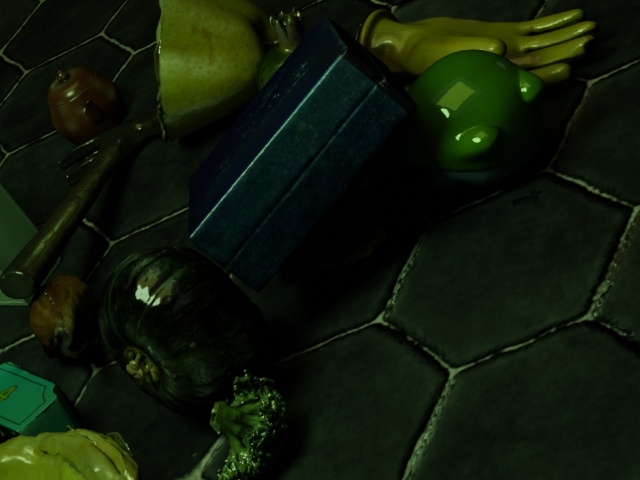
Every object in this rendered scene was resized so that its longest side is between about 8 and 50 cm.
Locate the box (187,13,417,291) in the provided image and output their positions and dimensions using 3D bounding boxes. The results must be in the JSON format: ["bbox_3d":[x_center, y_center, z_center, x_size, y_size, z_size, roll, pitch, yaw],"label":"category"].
[{"bbox_3d":[-0.030,-0.105,1.789,0.261,0.116,0.279,-49,14,9],"label":"box"}]

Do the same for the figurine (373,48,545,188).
[{"bbox_3d":[0.139,-0.131,1.795,0.162,0.143,0.263,-42,22,-23],"label":"figurine"}]

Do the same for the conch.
[{"bbox_3d":[-0.309,0.101,1.924,0.080,0.086,0.232,-29,30,9],"label":"conch"}]

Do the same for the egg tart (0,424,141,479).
[{"bbox_3d":[-0.301,0.330,1.568,0.345,0.132,0.345,-23,34,16],"label":"egg tart"}]

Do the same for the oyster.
[{"bbox_3d":[0.005,0.001,1.804,0.177,0.056,0.105,-15,35,38],"label":"oyster"}]

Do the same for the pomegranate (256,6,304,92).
[{"bbox_3d":[-0.032,-0.226,2.063,0.115,0.142,0.114,-9,29,5],"label":"pomegranate"}]

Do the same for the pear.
[{"bbox_3d":[-0.133,-0.254,2.174,0.178,0.267,0.267,1,36,-2],"label":"pear"}]

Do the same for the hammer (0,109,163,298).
[{"bbox_3d":[-0.317,-0.049,2.094,0.168,0.044,0.440,-22,21,21],"label":"hammer"}]

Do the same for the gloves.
[{"bbox_3d":[0.194,-0.230,1.912,0.294,0.116,0.133,-1,51,33],"label":"gloves"}]

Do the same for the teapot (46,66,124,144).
[{"bbox_3d":[-0.354,-0.208,2.358,0.116,0.116,0.173,-39,31,-7],"label":"teapot"}]

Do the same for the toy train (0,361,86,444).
[{"bbox_3d":[-0.355,0.218,1.800,0.154,0.107,0.198,-41,32,-25],"label":"toy train"}]

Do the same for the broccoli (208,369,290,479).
[{"bbox_3d":[-0.077,0.189,1.596,0.097,0.092,0.095,-57,26,18],"label":"broccoli"}]

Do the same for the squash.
[{"bbox_3d":[-0.142,0.095,1.685,0.156,0.193,0.193,-25,30,-15],"label":"squash"}]

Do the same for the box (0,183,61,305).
[{"bbox_3d":[-0.461,-0.022,2.095,0.129,0.225,0.086,-2,44,40],"label":"box"}]
